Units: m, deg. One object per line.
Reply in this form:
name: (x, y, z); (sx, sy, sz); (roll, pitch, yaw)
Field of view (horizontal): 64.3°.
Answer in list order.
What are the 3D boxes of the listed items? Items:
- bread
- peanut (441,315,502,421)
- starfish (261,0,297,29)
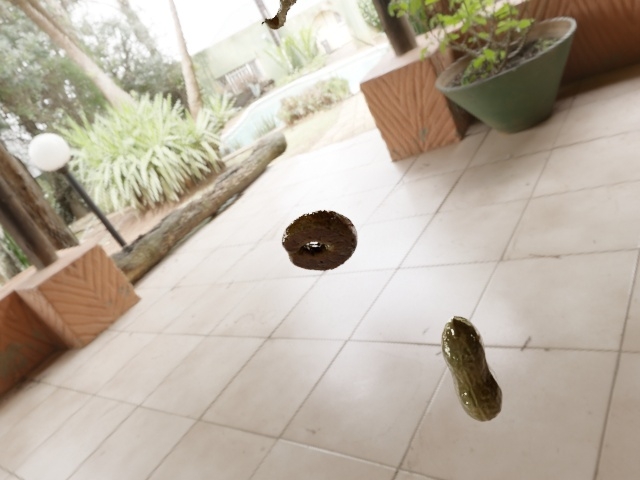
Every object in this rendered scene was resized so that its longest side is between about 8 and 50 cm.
bread: (0.000, 0.000, 1.197); (0.193, 0.193, 0.064); (-22, 45, 17)
peanut: (0.377, 0.314, 1.271); (0.111, 0.274, 0.125); (-15, 7, 28)
starfish: (0.012, -0.692, 1.096); (0.324, 0.082, 0.432); (-56, -2, -29)
